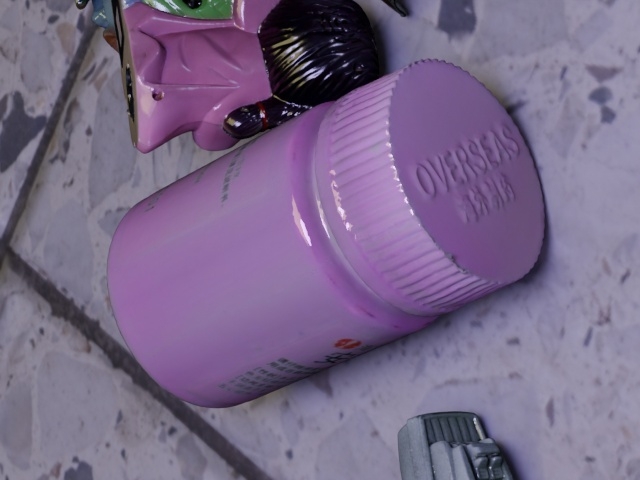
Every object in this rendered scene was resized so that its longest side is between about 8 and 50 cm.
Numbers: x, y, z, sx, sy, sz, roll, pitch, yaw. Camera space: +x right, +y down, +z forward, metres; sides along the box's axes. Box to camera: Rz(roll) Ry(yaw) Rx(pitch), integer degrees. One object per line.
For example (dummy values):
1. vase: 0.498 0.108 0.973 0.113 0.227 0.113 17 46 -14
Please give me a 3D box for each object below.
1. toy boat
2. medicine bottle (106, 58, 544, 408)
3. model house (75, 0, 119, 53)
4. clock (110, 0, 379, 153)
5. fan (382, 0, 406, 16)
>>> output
1. toy boat: 0.115 0.239 1.261 0.085 0.078 0.260 -41 55 49
2. medicine bottle: 0.000 0.000 1.334 0.290 0.178 0.178 -26 67 37
3. model house: -0.131 -0.199 1.535 0.148 0.119 0.149 -31 72 36
4. clock: -0.059 -0.160 1.411 0.100 0.195 0.194 102 160 -61
5. fan: -0.011 -0.252 1.416 0.009 0.132 0.220 -42 55 0
